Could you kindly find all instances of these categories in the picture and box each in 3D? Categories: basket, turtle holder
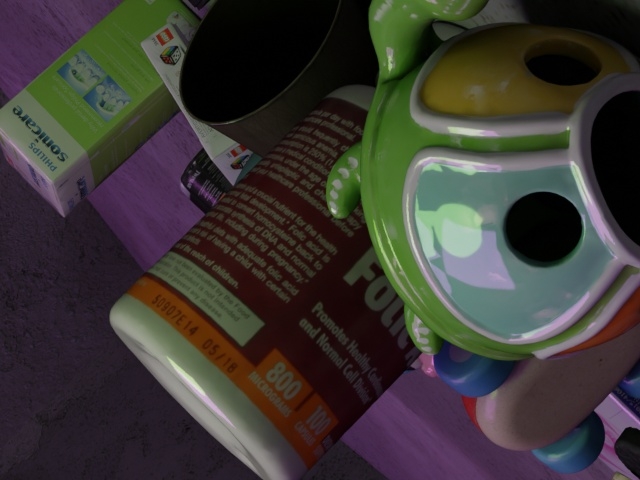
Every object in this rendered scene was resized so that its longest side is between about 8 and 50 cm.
[{"bbox_3d":[-0.002,-0.144,1.528,0.154,0.204,0.227,26,169,39],"label":"basket"},{"bbox_3d":[0.161,-0.071,1.162,0.227,0.243,0.320,-10,85,58],"label":"turtle holder"}]

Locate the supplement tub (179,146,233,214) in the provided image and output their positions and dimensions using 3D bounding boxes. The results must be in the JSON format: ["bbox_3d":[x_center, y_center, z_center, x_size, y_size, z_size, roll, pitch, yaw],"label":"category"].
[{"bbox_3d":[-0.103,-0.056,2.274,0.190,0.117,0.117,43,168,13],"label":"supplement tub"}]

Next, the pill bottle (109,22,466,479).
[{"bbox_3d":[0.026,0.007,1.375,0.224,0.392,0.224,43,168,11],"label":"pill bottle"}]

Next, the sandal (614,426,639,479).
[{"bbox_3d":[0.488,0.268,1.440,0.445,0.107,0.167,25,165,23],"label":"sandal"}]

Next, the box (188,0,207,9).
[{"bbox_3d":[-0.181,-0.374,1.608,0.270,0.060,0.216,47,169,-8],"label":"box"}]

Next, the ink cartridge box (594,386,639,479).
[{"bbox_3d":[0.397,0.263,1.773,0.324,0.071,0.330,43,167,9],"label":"ink cartridge box"}]

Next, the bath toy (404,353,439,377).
[{"bbox_3d":[0.173,0.144,1.949,0.348,0.151,0.129,15,120,63],"label":"bath toy"}]

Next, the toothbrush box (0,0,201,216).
[{"bbox_3d":[-0.279,-0.184,2.038,0.122,0.283,0.206,44,169,4],"label":"toothbrush box"}]

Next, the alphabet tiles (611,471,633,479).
[{"bbox_3d":[0.413,0.313,1.512,0.284,0.021,0.278,30,176,29],"label":"alphabet tiles"}]

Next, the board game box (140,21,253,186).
[{"bbox_3d":[-0.110,-0.124,1.951,0.193,0.053,0.305,58,-178,27],"label":"board game box"}]

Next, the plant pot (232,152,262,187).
[{"bbox_3d":[0.000,0.000,1.756,0.293,0.196,0.293,56,168,19],"label":"plant pot"}]

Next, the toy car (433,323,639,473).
[{"bbox_3d":[0.195,0.069,1.538,0.219,0.210,0.238,40,-173,-40],"label":"toy car"}]
